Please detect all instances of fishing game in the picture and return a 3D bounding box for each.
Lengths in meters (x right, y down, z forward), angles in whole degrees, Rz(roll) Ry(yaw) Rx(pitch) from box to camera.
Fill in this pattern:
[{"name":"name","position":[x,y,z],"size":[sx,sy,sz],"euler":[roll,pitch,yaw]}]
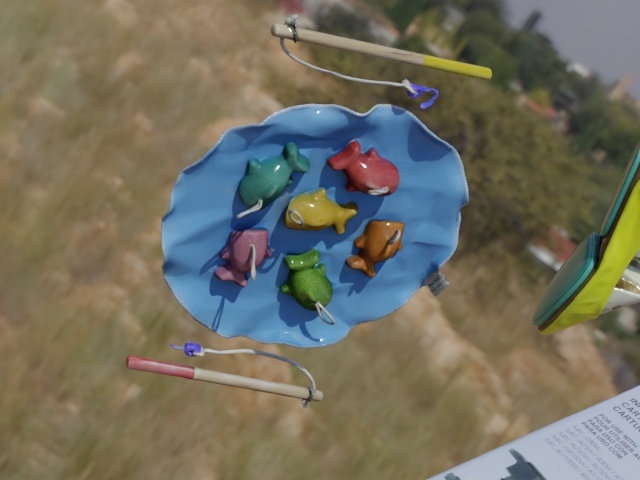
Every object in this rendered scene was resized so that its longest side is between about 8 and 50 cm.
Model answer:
[{"name":"fishing game","position":[0.000,0.000,0.952],"size":[0.189,0.264,0.041],"euler":[13,33,-27]}]

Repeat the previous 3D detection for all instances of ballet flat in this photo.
[{"name":"ballet flat","position":[0.260,0.009,1.391],"size":[0.077,0.231,0.077],"euler":[25,37,-1]}]

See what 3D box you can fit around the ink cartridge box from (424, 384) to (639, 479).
[{"name":"ink cartridge box","position":[0.179,0.174,0.885],"size":[0.311,0.065,0.186],"euler":[-17,47,-32]}]
